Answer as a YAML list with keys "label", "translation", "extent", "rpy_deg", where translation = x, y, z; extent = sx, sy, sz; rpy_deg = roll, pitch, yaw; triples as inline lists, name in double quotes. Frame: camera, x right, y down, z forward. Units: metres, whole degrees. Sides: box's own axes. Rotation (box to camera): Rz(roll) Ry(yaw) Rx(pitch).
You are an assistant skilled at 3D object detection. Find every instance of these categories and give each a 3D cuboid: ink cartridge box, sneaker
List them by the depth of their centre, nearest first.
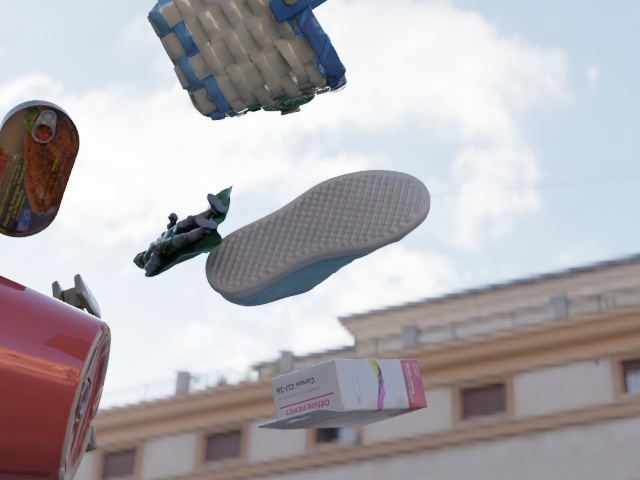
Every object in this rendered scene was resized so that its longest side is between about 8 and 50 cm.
- label: "ink cartridge box"
  translation: [0.022, 0.189, 1.646]
  extent: [0.115, 0.067, 0.198]
  rpy_deg: [-23, -19, 39]
- label: "sneaker"
  translation: [0.000, 0.000, 2.106]
  extent: [0.366, 0.135, 0.150]
  rpy_deg: [-19, -20, 1]

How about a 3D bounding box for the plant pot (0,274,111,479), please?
- label: "plant pot"
  translation: [-0.376, 0.156, 1.495]
  extent: [0.243, 0.274, 0.275]
  rpy_deg: [13, -34, 0]

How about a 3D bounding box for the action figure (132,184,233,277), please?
- label: "action figure"
  translation: [-0.229, 0.001, 2.112]
  extent: [0.063, 0.137, 0.232]
  rpy_deg: [37, -40, -18]

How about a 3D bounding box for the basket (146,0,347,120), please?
- label: "basket"
  translation: [-0.023, -0.247, 1.391]
  extent: [0.289, 0.255, 0.201]
  rpy_deg: [-35, -84, 5]

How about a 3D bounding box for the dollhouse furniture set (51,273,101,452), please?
- label: "dollhouse furniture set"
  translation: [-0.445, 0.211, 2.136]
  extent: [0.212, 0.242, 0.161]
  rpy_deg: [-17, -41, 4]

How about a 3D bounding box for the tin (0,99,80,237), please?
- label: "tin"
  translation: [-0.385, -0.095, 1.763]
  extent: [0.106, 0.040, 0.189]
  rpy_deg: [14, -71, -27]
